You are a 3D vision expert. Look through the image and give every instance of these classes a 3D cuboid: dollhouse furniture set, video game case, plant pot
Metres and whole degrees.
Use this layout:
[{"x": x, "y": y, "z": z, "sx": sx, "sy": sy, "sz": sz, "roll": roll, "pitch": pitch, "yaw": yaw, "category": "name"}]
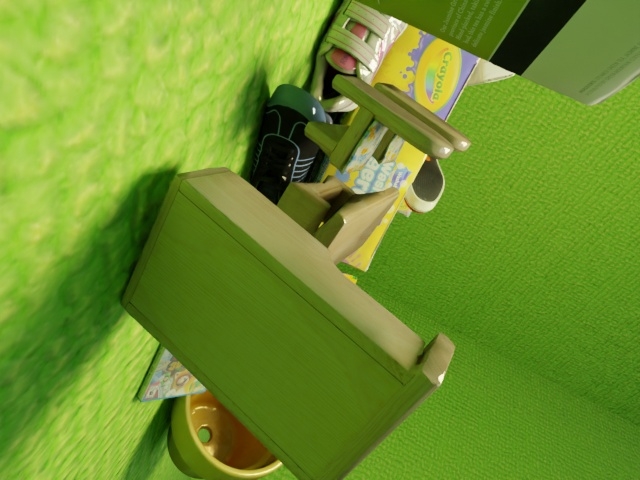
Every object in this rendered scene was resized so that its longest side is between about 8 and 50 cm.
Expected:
[{"x": 0.029, "y": 0.034, "z": 0.528, "sx": 0.362, "sy": 0.256, "sz": 0.394, "roll": -56, "pitch": 167, "yaw": 27, "category": "dollhouse furniture set"}, {"x": -0.187, "y": 0.160, "z": 0.660, "sx": 0.119, "sy": 0.015, "sz": 0.166, "roll": 16, "pitch": 103, "yaw": -54, "category": "video game case"}, {"x": -0.203, "y": 0.382, "z": 0.926, "sx": 0.239, "sy": 0.254, "sz": 0.254, "roll": -45, "pitch": -171, "yaw": 38, "category": "plant pot"}]

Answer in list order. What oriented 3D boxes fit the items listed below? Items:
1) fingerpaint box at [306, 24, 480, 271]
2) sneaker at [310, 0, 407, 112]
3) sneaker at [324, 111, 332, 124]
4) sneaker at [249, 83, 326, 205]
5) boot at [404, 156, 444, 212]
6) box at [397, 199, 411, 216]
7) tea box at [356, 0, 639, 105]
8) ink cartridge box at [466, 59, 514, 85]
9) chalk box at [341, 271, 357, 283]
[{"x": 0.106, "y": -0.216, "z": 0.941, "sx": 0.371, "sy": 0.163, "sz": 0.444, "roll": -91, "pitch": -154, "yaw": -70, "category": "fingerpaint box"}, {"x": 0.058, "y": -0.286, "z": 0.639, "sx": 0.252, "sy": 0.103, "sz": 0.111, "roll": -66, "pitch": 177, "yaw": 38, "category": "sneaker"}, {"x": -0.021, "y": -0.170, "z": 0.747, "sx": 0.144, "sy": 0.053, "sz": 0.059, "roll": -46, "pitch": -168, "yaw": 50, "category": "sneaker"}, {"x": -0.050, "y": -0.105, "z": 0.596, "sx": 0.232, "sy": 0.081, "sz": 0.090, "roll": 109, "pitch": 4, "yaw": -69, "category": "sneaker"}, {"x": 0.187, "y": -0.111, "z": 0.991, "sx": 0.244, "sy": 0.088, "sz": 0.176, "roll": -81, "pitch": -162, "yaw": -46, "category": "boot"}, {"x": 0.191, "y": -0.249, "z": 1.372, "sx": 0.177, "sy": 0.290, "sz": 0.279, "roll": -65, "pitch": 177, "yaw": 27, "category": "box"}, {"x": 0.199, "y": -0.352, "z": 0.357, "sx": 0.328, "sy": 0.324, "sz": 0.220, "roll": -62, "pitch": 176, "yaw": -5, "category": "tea box"}, {"x": 0.280, "y": -0.478, "z": 0.881, "sx": 0.324, "sy": 0.072, "sz": 0.330, "roll": -88, "pitch": 167, "yaw": -73, "category": "ink cartridge box"}, {"x": -0.060, "y": 0.095, "z": 0.878, "sx": 0.132, "sy": 0.213, "sz": 0.132, "roll": 23, "pitch": 86, "yaw": -64, "category": "chalk box"}]
